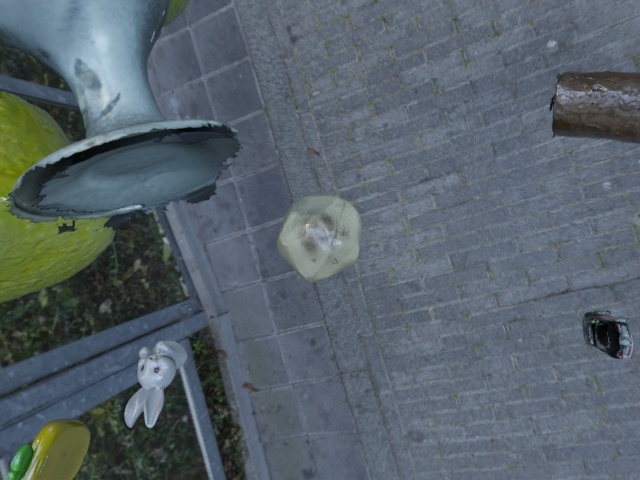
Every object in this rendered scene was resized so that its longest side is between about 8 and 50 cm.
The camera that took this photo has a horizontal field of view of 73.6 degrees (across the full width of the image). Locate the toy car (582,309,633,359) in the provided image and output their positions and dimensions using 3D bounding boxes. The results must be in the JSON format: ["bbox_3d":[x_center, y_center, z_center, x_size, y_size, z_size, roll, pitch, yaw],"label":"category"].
[{"bbox_3d":[0.498,0.164,0.753,0.055,0.142,0.069,-3,88,12],"label":"toy car"}]

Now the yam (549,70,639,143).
[{"bbox_3d":[0.330,-0.149,0.475,0.127,0.084,0.084,12,100,32],"label":"yam"}]

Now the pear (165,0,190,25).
[{"bbox_3d":[-0.412,-0.587,0.783,0.392,0.391,0.390,2,96,20],"label":"pear"}]

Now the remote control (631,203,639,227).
[{"bbox_3d":[0.624,-0.072,0.773,0.122,0.074,0.032,-28,55,-5],"label":"remote control"}]

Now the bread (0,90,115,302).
[{"bbox_3d":[-0.575,-0.065,0.736,0.348,0.348,0.307,-40,73,19],"label":"bread"}]

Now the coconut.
[{"bbox_3d":[0.000,0.000,1.061,0.225,0.224,0.223,2,96,20],"label":"coconut"}]

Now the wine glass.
[{"bbox_3d":[-0.190,-0.197,0.330,0.191,0.190,0.356,-21,90,21],"label":"wine glass"}]

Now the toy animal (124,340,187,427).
[{"bbox_3d":[-0.437,0.361,1.109,0.104,0.220,0.130,-5,120,8],"label":"toy animal"}]

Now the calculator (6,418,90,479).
[{"bbox_3d":[-0.504,0.414,0.807,0.032,0.234,0.146,13,68,2],"label":"calculator"}]
